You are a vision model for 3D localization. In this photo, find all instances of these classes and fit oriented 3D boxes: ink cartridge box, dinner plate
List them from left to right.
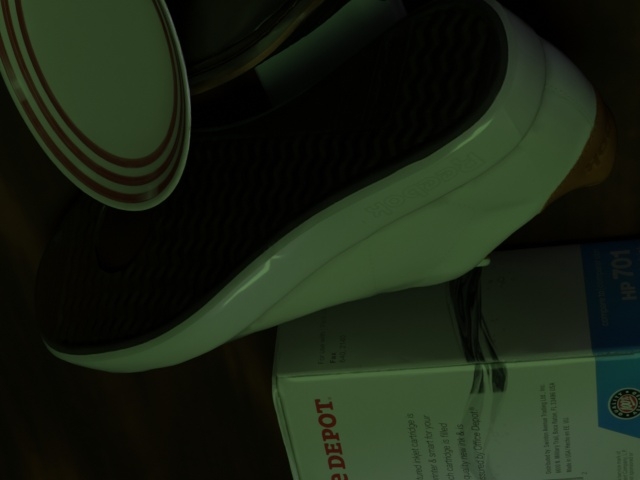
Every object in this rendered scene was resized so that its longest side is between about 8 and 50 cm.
[{"bbox_3d":[-0.092,-0.080,0.673,0.017,0.141,0.141,-29,148,-34],"label":"dinner plate"},{"bbox_3d":[0.082,0.079,0.834,0.191,0.082,0.139,-4,134,8],"label":"ink cartridge box"}]

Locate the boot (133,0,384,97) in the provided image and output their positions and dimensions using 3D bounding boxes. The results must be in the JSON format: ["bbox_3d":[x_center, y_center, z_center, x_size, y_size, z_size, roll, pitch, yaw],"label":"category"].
[{"bbox_3d":[-0.022,-0.128,0.640,0.219,0.082,0.106,-22,103,43],"label":"boot"}]

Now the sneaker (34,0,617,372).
[{"bbox_3d":[0.000,0.000,0.744,0.290,0.105,0.123,-23,148,35],"label":"sneaker"}]

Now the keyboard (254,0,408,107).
[{"bbox_3d":[-0.029,-0.150,0.662,0.072,0.014,0.256,-9,134,19],"label":"keyboard"}]
